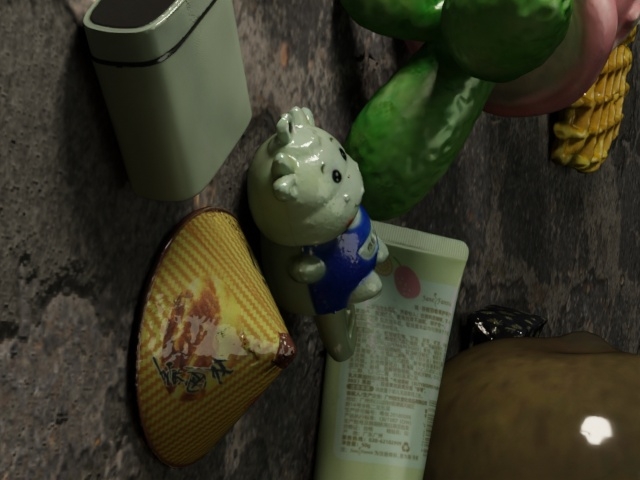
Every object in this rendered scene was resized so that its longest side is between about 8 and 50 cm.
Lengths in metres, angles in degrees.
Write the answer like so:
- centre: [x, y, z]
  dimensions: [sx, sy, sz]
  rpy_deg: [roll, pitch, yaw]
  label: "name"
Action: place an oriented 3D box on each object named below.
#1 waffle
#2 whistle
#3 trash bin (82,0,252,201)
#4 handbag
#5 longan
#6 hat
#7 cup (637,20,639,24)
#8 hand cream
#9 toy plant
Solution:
- centre: [0.368, -0.231, 1.989]
  dimensions: [0.283, 0.065, 0.309]
  rpy_deg: [66, 37, -52]
  label: "waffle"
- centre: [0.000, 0.000, 1.159]
  dimensions: [0.110, 0.092, 0.244]
  rpy_deg: [-77, 158, -48]
  label: "whistle"
- centre: [-0.094, -0.110, 0.953]
  dimensions: [0.116, 0.059, 0.130]
  rpy_deg: [-58, 148, -43]
  label: "trash bin"
- centre: [0.197, 0.146, 1.718]
  dimensions: [0.115, 0.072, 0.139]
  rpy_deg: [-14, 122, -67]
  label: "handbag"
- centre: [0.229, 0.245, 1.437]
  dimensions: [0.361, 0.361, 0.361]
  rpy_deg: [7, 90, -67]
  label: "longan"
- centre: [-0.056, 0.074, 1.071]
  dimensions: [0.193, 0.082, 0.193]
  rpy_deg: [6, 90, -67]
  label: "hat"
- centre: [0.266, -0.374, 1.580]
  dimensions: [0.203, 0.203, 0.288]
  rpy_deg: [-37, 124, -59]
  label: "cup"
- centre: [0.054, 0.138, 1.326]
  dimensions: [0.147, 0.093, 0.305]
  rpy_deg: [13, 85, -30]
  label: "hand cream"
- centre: [0.159, -0.206, 1.291]
  dimensions: [0.356, 0.210, 0.317]
  rpy_deg: [-41, 176, -43]
  label: "toy plant"
